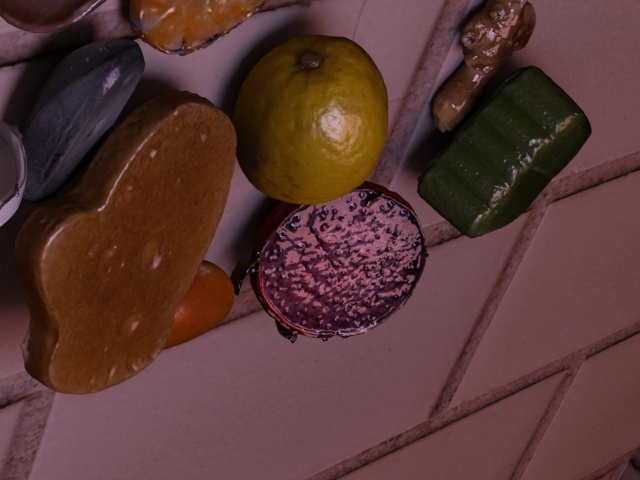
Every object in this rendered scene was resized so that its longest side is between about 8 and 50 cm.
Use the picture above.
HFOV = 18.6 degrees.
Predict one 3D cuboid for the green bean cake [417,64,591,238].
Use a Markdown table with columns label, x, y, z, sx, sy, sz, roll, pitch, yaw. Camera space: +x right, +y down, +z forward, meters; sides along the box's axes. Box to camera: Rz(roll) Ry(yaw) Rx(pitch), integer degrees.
| label | x | y | z | sx | sy | sz | roll | pitch | yaw |
| --- | --- | --- | --- | --- | --- | --- | --- | --- | --- |
| green bean cake | 0.242 | -0.114 | 2.540 | 0.222 | 0.125 | 0.248 | -49 | 168 | 8 |

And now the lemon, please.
| label | x | y | z | sx | sy | sz | roll | pitch | yaw |
| --- | --- | --- | --- | --- | --- | --- | --- | --- | --- |
| lemon | -0.010 | -0.128 | 2.118 | 0.170 | 0.170 | 0.207 | -32 | 152 | -30 |

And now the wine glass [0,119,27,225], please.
| label | x | y | z | sx | sy | sz | roll | pitch | yaw |
| --- | --- | --- | --- | --- | --- | --- | --- | --- | --- |
| wine glass | -0.357 | -0.017 | 1.749 | 0.165 | 0.165 | 0.196 | -27 | 155 | -38 |

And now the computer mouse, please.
| label | x | y | z | sx | sy | sz | roll | pitch | yaw |
| --- | --- | --- | --- | --- | --- | --- | --- | --- | --- |
| computer mouse | -0.245 | -0.119 | 1.876 | 0.229 | 0.068 | 0.113 | -52 | 172 | 37 |

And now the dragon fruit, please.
| label | x | y | z | sx | sy | sz | roll | pitch | yaw |
| --- | --- | --- | --- | --- | --- | --- | --- | --- | --- |
| dragon fruit | 0.004 | 0.000 | 2.380 | 0.224 | 0.148 | 0.218 | -42 | 125 | 8 |

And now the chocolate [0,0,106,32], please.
| label | x | y | z | sx | sy | sz | roll | pitch | yaw |
| --- | --- | --- | --- | --- | --- | --- | --- | --- | --- |
| chocolate | -0.196 | -0.288 | 1.643 | 0.261 | 0.161 | 0.083 | -40 | -179 | -6 |

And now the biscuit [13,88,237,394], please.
| label | x | y | z | sx | sy | sz | roll | pitch | yaw |
| --- | --- | --- | --- | --- | --- | --- | --- | --- | --- |
| biscuit | -0.212 | 0.005 | 1.982 | 0.287 | 0.057 | 0.343 | -8 | 124 | -57 |

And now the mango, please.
| label | x | y | z | sx | sy | sz | roll | pitch | yaw |
| --- | --- | --- | --- | --- | --- | --- | --- | --- | --- |
| mango | -0.178 | 0.076 | 2.213 | 0.217 | 0.102 | 0.141 | -6 | 138 | -52 |

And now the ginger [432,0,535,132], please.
| label | x | y | z | sx | sy | sz | roll | pitch | yaw |
| --- | --- | --- | --- | --- | --- | --- | --- | --- | --- |
| ginger | 0.198 | -0.230 | 2.430 | 0.214 | 0.059 | 0.133 | -52 | 162 | 12 |

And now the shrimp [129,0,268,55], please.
| label | x | y | z | sx | sy | sz | roll | pitch | yaw |
| --- | --- | --- | --- | --- | --- | --- | --- | --- | --- |
| shrimp | -0.062 | -0.300 | 1.914 | 0.317 | 0.062 | 0.164 | -36 | 150 | -18 |
